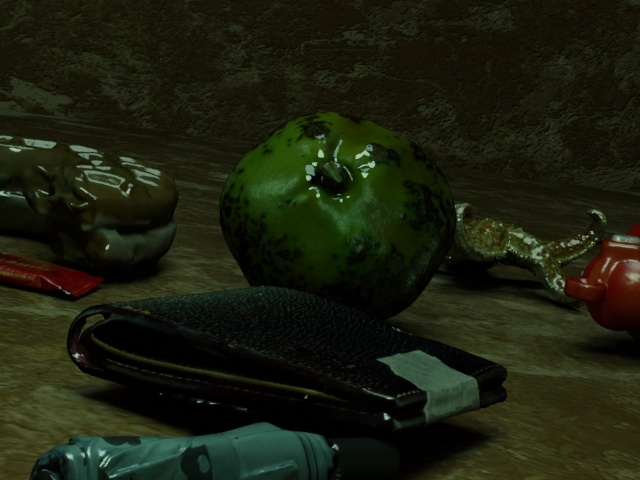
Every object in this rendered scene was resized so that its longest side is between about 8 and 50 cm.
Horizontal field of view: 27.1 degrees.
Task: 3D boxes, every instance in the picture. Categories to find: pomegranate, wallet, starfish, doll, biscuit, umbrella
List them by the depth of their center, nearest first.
[{"bbox_3d":[-0.050,0.130,0.758,0.250,0.053,0.052,3,16,-41],"label":"umbrella"},{"bbox_3d":[-0.017,0.084,0.971,0.262,0.071,0.221,12,4,27],"label":"wallet"},{"bbox_3d":[0.028,-0.025,1.338,0.222,0.204,0.276,32,18,15],"label":"pomegranate"},{"bbox_3d":[0.403,0.048,1.414,0.363,0.160,0.182,1,11,-30],"label":"doll"},{"bbox_3d":[-0.319,-0.050,1.466,0.366,0.115,0.268,14,10,21],"label":"biscuit"},{"bbox_3d":[0.240,0.007,1.704,0.303,0.113,0.312,4,7,-28],"label":"starfish"}]

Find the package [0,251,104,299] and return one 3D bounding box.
[{"bbox_3d":[-0.316,0.024,1.284,0.200,0.022,0.083,12,9,9],"label":"package"}]
